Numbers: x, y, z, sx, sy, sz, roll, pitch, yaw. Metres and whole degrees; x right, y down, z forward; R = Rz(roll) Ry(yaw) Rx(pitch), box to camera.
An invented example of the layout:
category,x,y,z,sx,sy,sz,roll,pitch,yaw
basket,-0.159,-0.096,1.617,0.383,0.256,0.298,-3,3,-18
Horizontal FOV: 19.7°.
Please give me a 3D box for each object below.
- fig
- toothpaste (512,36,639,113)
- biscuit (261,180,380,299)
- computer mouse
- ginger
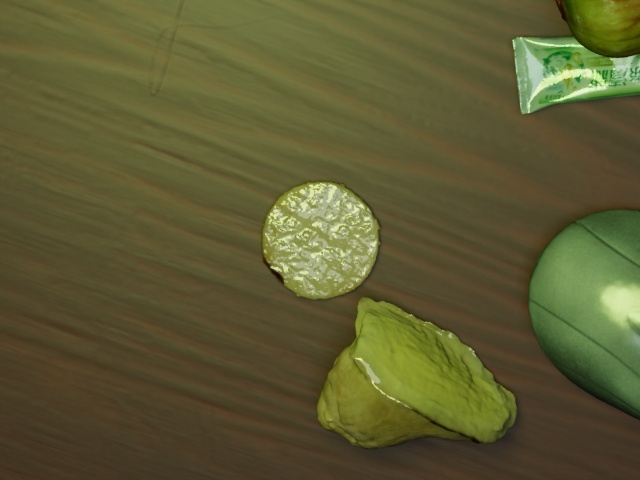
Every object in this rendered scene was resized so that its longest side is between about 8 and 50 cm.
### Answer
category,x,y,z,sx,sy,sz,roll,pitch,yaw
fig,0.331,-0.277,1.680,0.259,0.151,0.151,-29,98,1
toothpaste,0.334,-0.172,1.748,0.297,0.048,0.075,-5,102,6
biscuit,0.000,0.000,1.796,0.120,0.015,0.120,0,99,1
computer mouse,0.373,0.112,1.762,0.371,0.122,0.188,30,100,-7
ginger,0.091,0.162,1.793,0.193,0.115,0.122,28,121,-11
